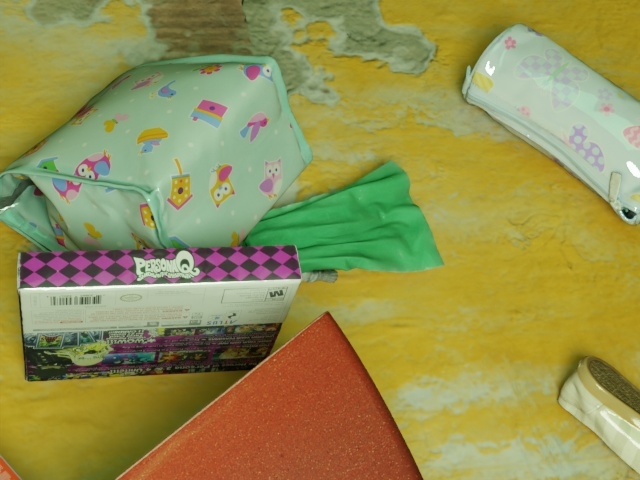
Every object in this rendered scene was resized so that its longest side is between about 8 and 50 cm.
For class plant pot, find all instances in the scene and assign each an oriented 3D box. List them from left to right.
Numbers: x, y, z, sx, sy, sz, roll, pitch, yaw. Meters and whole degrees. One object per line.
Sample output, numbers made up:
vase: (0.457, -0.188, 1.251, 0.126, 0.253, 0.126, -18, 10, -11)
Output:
plant pot: (-0.046, 0.260, 0.880, 0.267, 0.267, 0.235, -37, 81, -31)

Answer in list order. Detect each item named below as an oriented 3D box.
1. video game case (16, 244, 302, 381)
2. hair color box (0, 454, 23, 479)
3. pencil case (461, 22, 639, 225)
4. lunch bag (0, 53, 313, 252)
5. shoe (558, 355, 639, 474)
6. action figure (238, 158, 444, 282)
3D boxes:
video game case: (-0.149, 0.069, 1.001, 0.232, 0.210, 0.041, -2, 63, -13)
hair color box: (-0.278, 0.211, 0.940, 0.043, 0.072, 0.141, -34, 52, -28)
pencil case: (0.297, -0.135, 1.302, 0.273, 0.113, 0.124, 41, 77, 15)
lunch bag: (-0.179, -0.076, 1.123, 0.262, 0.160, 0.223, 9, 47, 36)
shoe: (0.334, 0.204, 1.118, 0.219, 0.058, 0.076, 40, 26, 10)
action figure: (0.000, 0.000, 1.172, 0.232, 0.063, 0.137, -14, 62, -25)
